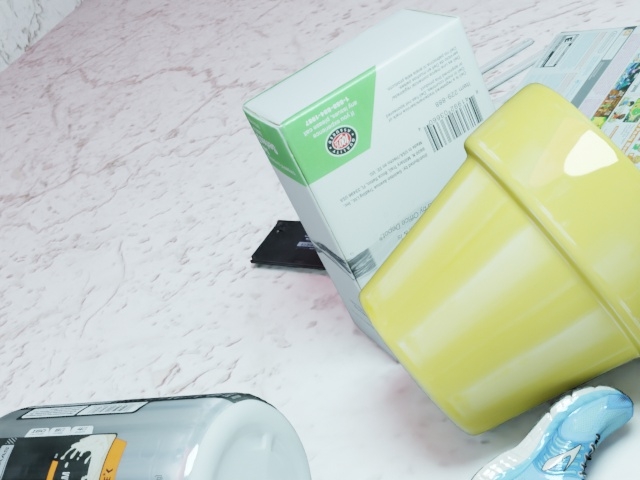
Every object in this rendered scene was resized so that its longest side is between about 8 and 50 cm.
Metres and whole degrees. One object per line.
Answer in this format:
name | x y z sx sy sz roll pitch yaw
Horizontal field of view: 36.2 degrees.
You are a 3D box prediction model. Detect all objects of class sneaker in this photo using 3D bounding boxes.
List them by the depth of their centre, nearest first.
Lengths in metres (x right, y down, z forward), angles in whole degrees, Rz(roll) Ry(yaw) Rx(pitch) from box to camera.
sneaker | 0.194 0.183 0.779 0.162 0.063 0.073 -38 49 -13

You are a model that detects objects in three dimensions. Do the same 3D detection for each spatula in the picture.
spatula | 0.252 -0.235 1.439 0.242 0.019 0.168 -33 29 -13

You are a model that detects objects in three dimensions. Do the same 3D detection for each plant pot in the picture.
plant pot | 0.173 0.034 0.853 0.239 0.254 0.254 -40 28 6

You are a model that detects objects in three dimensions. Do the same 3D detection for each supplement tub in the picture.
supplement tub | -0.181 0.234 0.838 0.315 0.194 0.194 -9 33 29

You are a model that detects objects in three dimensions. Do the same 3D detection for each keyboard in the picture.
keyboard | 0.000 0.000 1.254 0.180 0.023 0.108 5 47 41

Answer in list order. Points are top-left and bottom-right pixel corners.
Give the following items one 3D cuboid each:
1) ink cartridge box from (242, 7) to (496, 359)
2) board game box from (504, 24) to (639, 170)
ink cartridge box | 0.083 -0.057 1.007 0.211 0.289 0.121 -32 27 -12
board game box | 0.331 -0.125 1.047 0.224 0.097 0.303 -52 29 -15
